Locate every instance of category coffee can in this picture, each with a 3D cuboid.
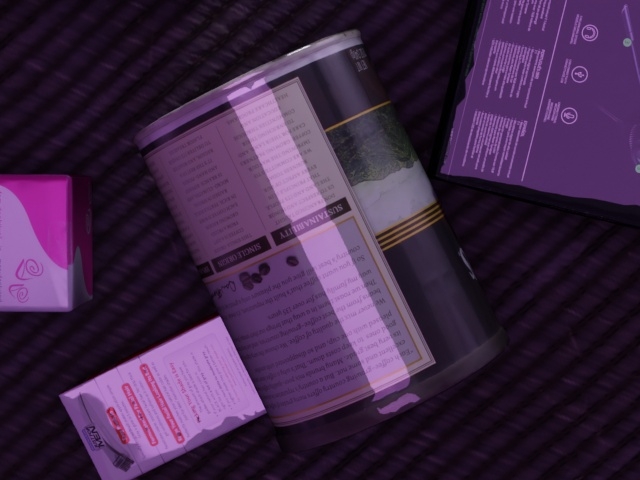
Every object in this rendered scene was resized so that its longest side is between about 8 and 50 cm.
[{"bbox_3d":[0.000,0.000,1.263,0.201,0.201,0.275,-26,93,2],"label":"coffee can"}]

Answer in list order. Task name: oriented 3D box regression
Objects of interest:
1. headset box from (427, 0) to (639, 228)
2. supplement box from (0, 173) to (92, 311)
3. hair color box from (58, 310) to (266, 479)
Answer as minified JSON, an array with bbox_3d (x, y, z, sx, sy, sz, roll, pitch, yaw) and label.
[{"bbox_3d":[0.252,-0.136,1.287,0.283,0.131,0.246,13,93,0],"label":"headset box"},{"bbox_3d":[-0.303,0.000,1.314,0.220,0.114,0.111,1,92,2],"label":"supplement box"},{"bbox_3d":[-0.123,0.130,1.348,0.167,0.053,0.093,-26,94,1],"label":"hair color box"}]
